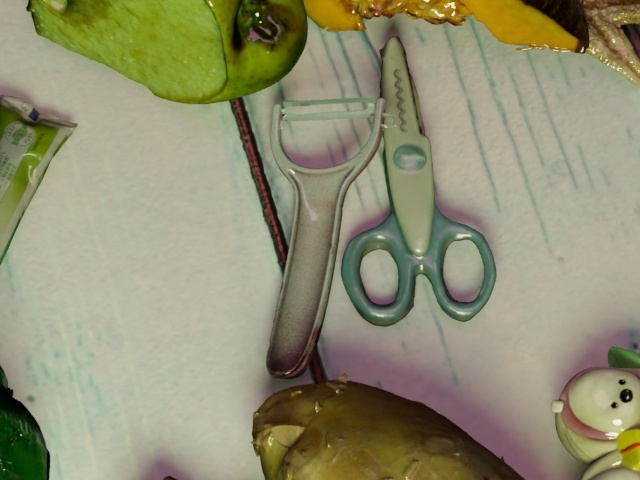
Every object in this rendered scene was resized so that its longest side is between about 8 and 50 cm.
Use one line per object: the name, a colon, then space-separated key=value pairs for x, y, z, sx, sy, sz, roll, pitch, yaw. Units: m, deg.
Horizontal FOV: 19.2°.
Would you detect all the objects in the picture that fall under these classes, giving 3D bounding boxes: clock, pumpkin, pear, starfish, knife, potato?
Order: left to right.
pear: x=-0.124 y=-0.251 z=1.683 sx=0.255 sy=0.238 sz=0.164 roll=29 pitch=58 yaw=10
knife: x=0.001 y=0.001 z=1.667 sx=0.123 sy=0.053 sz=0.278 roll=-4 pitch=62 yaw=24
potato: x=0.071 y=0.206 z=1.516 sx=0.296 sy=0.141 sz=0.191 roll=30 pitch=20 yaw=21
pumpkin: x=0.116 y=-0.270 z=1.739 sx=0.278 sy=0.163 sz=0.111 roll=7 pitch=64 yaw=8
starfish: x=0.257 y=-0.252 z=1.834 sx=0.247 sy=0.050 sz=0.138 roll=38 pitch=64 yaw=9
clock: x=0.265 y=0.189 z=1.575 sx=0.144 sy=0.103 sz=0.231 roll=9 pitch=52 yaw=-19

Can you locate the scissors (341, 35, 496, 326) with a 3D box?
scissors: x=0.079 y=-0.058 z=1.718 sx=0.138 sy=0.041 sz=0.289 roll=-5 pitch=65 yaw=0

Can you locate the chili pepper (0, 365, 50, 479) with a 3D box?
chili pepper: x=-0.346 y=0.156 z=1.436 sx=0.248 sy=0.257 sz=0.233 roll=34 pitch=79 yaw=21

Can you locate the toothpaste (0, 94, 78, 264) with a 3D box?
toothpaste: x=-0.294 y=-0.021 z=1.657 sx=0.078 sy=0.047 sz=0.248 roll=21 pitch=60 yaw=0

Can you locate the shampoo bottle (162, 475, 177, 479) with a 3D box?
shampoo bottle: x=-0.015 y=0.304 z=1.504 sx=0.314 sy=0.076 sz=0.118 roll=35 pitch=68 yaw=11
